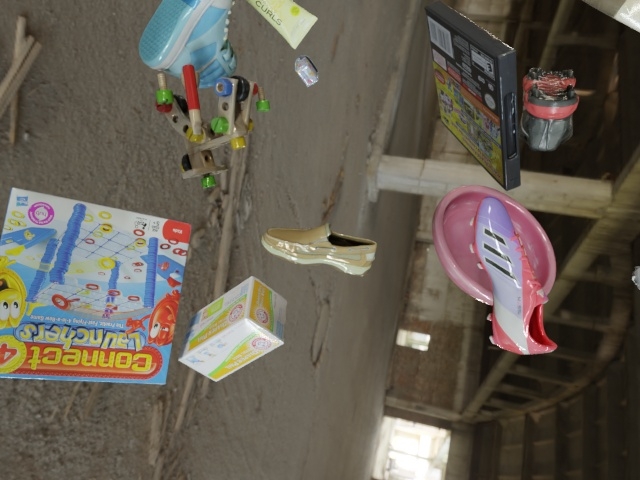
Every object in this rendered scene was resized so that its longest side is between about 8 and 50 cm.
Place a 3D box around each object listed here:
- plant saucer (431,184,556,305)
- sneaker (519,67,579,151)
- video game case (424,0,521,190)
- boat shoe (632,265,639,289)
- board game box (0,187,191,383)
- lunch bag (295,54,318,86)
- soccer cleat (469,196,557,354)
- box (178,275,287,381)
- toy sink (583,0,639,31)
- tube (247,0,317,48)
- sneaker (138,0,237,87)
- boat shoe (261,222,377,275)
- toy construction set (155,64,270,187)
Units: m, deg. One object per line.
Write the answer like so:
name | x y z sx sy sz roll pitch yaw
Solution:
plant saucer | 0.410 0.021 1.238 0.084 0.331 0.332 122 -11 -53
sneaker | 0.437 -0.253 0.985 0.276 0.097 0.135 -55 147 -53
video game case | 0.266 -0.259 0.893 0.275 0.035 0.248 -110 179 -49
boat shoe | 0.557 0.054 0.844 0.066 0.063 0.184 -7 107 -38
board game box | -0.411 0.091 0.906 0.086 0.307 0.302 -7 -106 58
lunch bag | -0.042 -0.531 1.574 0.071 0.053 0.083 47 24 -35
soccer cleat | 0.292 0.053 0.764 0.083 0.095 0.248 -19 101 -41
box | -0.175 0.181 1.029 0.103 0.203 0.114 41 30 -30
toy sink | 0.466 -0.332 0.661 0.131 0.152 0.234 -61 180 33
tube | -0.126 -0.588 1.245 0.070 0.240 0.062 -40 -166 51
sneaker | -0.230 -0.479 1.114 0.319 0.127 0.208 -47 150 13
boat shoe | 0.000 0.000 0.833 0.068 0.189 0.072 -95 -161 -53
toy construction set | -0.258 -0.247 1.176 0.309 0.257 0.238 -45 128 -83
